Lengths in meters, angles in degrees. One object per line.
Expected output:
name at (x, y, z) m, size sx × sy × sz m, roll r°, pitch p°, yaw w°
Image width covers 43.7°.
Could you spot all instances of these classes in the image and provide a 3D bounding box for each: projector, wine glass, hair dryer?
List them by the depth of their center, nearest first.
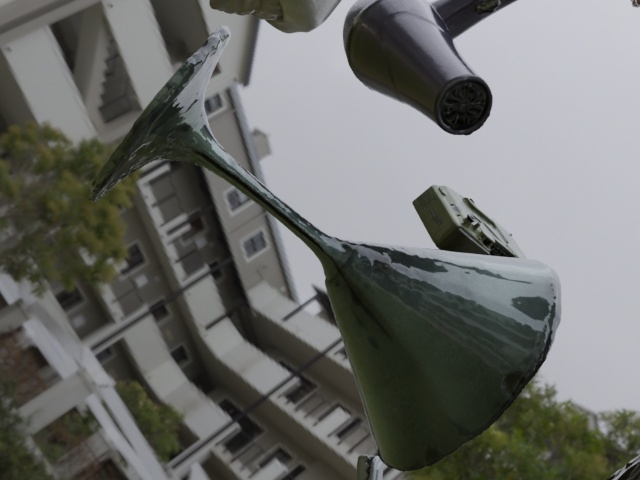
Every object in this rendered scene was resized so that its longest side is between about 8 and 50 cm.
wine glass at (0.000, 0.000, 0.779) m, size 0.406 × 0.267 × 0.267 m, roll 41°, pitch -21°, yaw -11°
hair dryer at (0.207, -0.266, 0.891) m, size 0.121 × 0.361 × 0.301 m, roll 58°, pitch 2°, yaw -34°
projector at (0.296, -0.003, 1.519) m, size 0.270 × 0.088 × 0.193 m, roll 34°, pitch 22°, yaw -35°

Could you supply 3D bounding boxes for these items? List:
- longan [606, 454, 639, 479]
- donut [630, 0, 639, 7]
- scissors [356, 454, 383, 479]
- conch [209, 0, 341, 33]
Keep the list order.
longan at (0.423, 0.333, 0.753) m, size 0.391 × 0.391 × 0.391 m, roll 43°, pitch -26°, yaw 27°
donut at (0.401, -0.290, 0.663) m, size 0.303 × 0.303 × 0.110 m, roll 5°, pitch -64°, yaw 61°
scissors at (0.047, 0.340, 0.810) m, size 0.031 × 0.242 × 0.118 m, roll -10°, pitch -29°, yaw 26°
conch at (-0.004, -0.195, 0.479) m, size 0.104 × 0.176 × 0.094 m, roll 50°, pitch -8°, yaw -5°
